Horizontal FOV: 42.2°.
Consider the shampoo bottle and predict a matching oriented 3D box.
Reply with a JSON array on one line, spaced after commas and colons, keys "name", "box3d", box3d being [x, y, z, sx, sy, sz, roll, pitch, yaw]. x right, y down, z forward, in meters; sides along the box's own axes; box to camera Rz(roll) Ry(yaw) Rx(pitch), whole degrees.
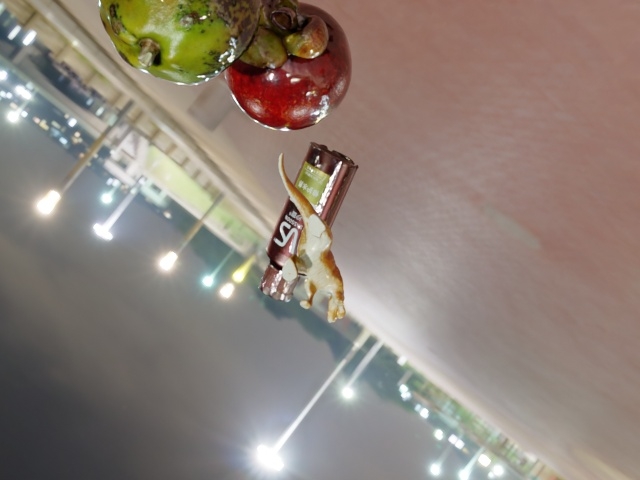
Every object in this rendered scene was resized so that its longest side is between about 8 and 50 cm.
[{"name": "shampoo bottle", "box3d": [-0.035, -0.033, 1.701, 0.129, 0.323, 0.084, 36, -162, 37]}]

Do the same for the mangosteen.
[{"name": "mangosteen", "box3d": [-0.057, -0.294, 1.328, 0.215, 0.215, 0.257, 37, 174, 14]}]

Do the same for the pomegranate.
[{"name": "pomegranate", "box3d": [-0.196, -0.343, 1.090, 0.222, 0.204, 0.277, 115, 139, -58]}]

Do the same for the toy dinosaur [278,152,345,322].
[{"name": "toy dinosaur", "box3d": [0.001, 0.002, 1.023, 0.057, 0.212, 0.142, -2, 180, 18]}]
